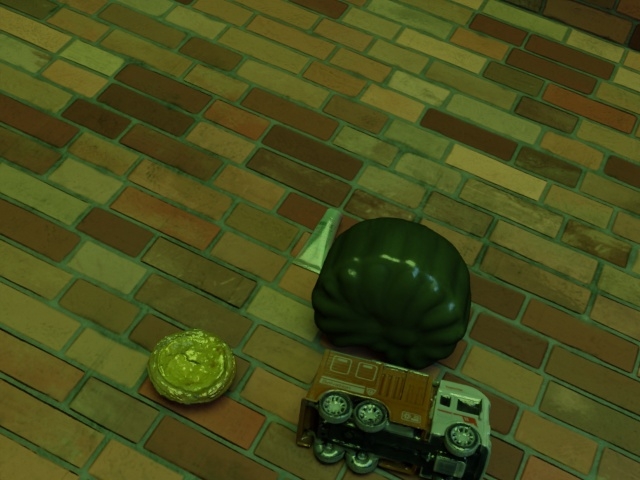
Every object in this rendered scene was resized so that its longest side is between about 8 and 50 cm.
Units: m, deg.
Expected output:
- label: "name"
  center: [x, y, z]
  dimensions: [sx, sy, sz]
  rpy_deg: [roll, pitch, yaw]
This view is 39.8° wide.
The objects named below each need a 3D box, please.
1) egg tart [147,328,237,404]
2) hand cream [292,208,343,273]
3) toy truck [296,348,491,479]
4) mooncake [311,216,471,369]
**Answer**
- label: "egg tart"
  center: [-0.275, 0.280, 1.904]
  dimensions: [0.191, 0.074, 0.191]
  rpy_deg: [4, 51, -5]
- label: "hand cream"
  center: [0.000, 0.000, 2.188]
  dimensions: [0.076, 0.047, 0.174]
  rpy_deg: [22, 61, 9]
- label: "toy truck"
  center: [0.160, 0.365, 1.830]
  dimensions: [0.387, 0.173, 0.207]
  rpy_deg: [13, 42, 7]
- label: "mooncake"
  center: [0.160, 0.124, 1.934]
  dimensions: [0.351, 0.351, 0.187]
  rpy_deg: [17, 40, 6]
